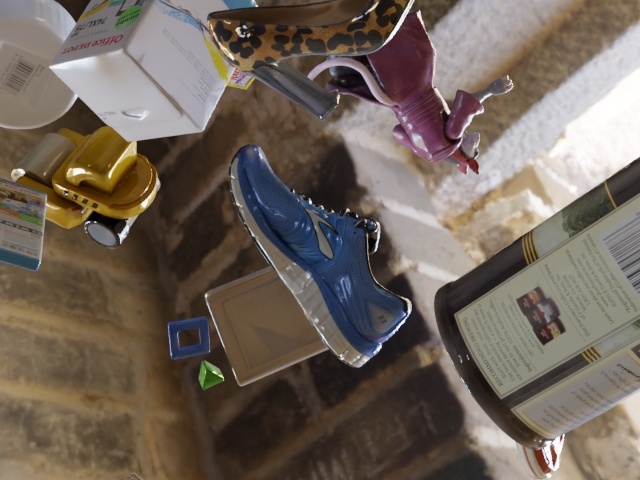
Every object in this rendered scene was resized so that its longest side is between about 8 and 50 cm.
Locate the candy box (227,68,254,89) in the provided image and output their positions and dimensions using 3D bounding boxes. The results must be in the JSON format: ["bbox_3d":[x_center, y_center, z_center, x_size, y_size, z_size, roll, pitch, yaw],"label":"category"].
[{"bbox_3d":[-0.170,-0.398,1.833,0.105,0.027,0.206,10,155,-25],"label":"candy box"}]

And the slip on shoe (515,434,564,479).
[{"bbox_3d":[0.307,0.145,1.050,0.101,0.331,0.123,12,-170,28],"label":"slip on shoe"}]

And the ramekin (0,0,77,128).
[{"bbox_3d":[-0.622,-0.364,1.733,0.277,0.135,0.277,-11,126,-15],"label":"ramekin"}]

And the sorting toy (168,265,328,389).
[{"bbox_3d":[-0.078,0.124,1.374,0.347,0.047,0.196,-22,118,-10],"label":"sorting toy"}]

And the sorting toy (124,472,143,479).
[{"bbox_3d":[-0.323,0.445,1.263,0.193,0.038,0.208,-46,-169,-20],"label":"sorting toy"}]

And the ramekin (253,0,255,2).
[{"bbox_3d":[-0.287,-0.640,1.977,0.303,0.303,0.148,8,97,-39],"label":"ramekin"}]

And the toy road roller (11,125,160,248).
[{"bbox_3d":[-0.526,-0.161,1.897,0.329,0.203,0.241,23,144,6],"label":"toy road roller"}]

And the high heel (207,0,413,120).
[{"bbox_3d":[-0.002,-0.284,0.975,0.186,0.093,0.261,32,114,-15],"label":"high heel"}]

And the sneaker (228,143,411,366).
[{"bbox_3d":[0.000,0.000,1.120,0.147,0.330,0.130,-36,169,-2],"label":"sneaker"}]

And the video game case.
[{"bbox_3d":[-0.350,-0.030,0.883,0.119,0.166,0.015,20,111,-24],"label":"video game case"}]

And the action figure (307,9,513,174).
[{"bbox_3d":[0.198,-0.270,1.661,0.248,0.370,0.275,-33,-173,45],"label":"action figure"}]

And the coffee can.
[{"bbox_3d":[0.285,0.060,0.856,0.275,0.202,0.201,-37,146,25],"label":"coffee can"}]

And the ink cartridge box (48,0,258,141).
[{"bbox_3d":[-0.267,-0.333,1.400,0.198,0.270,0.197,-1,146,38],"label":"ink cartridge box"}]
